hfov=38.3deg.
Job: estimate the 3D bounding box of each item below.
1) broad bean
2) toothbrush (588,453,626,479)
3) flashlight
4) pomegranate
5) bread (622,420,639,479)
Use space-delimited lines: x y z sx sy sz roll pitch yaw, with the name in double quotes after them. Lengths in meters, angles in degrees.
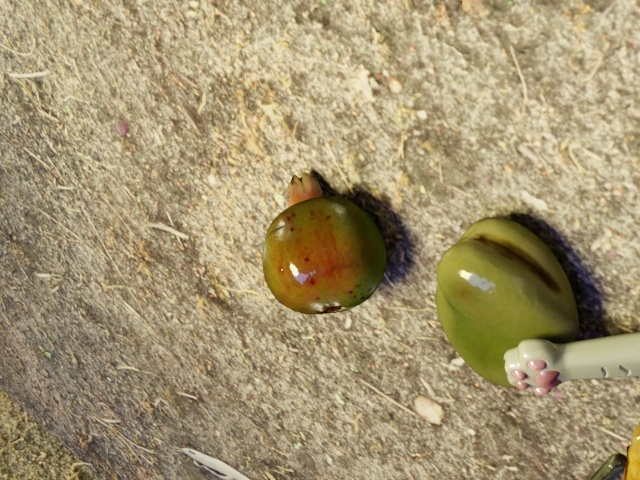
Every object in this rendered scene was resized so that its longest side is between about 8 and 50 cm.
0.232 0.086 1.155 0.189 0.121 0.263 18 147 26 "broad bean"
0.360 0.380 1.319 0.030 0.030 0.297 46 144 22 "toothbrush"
0.319 0.143 1.080 0.200 0.047 0.093 -8 142 14 "flashlight"
0.000 0.000 1.277 0.180 0.180 0.209 -48 47 52 "pomegranate"
0.434 0.258 1.051 0.143 0.149 0.158 19 133 29 "bread"
